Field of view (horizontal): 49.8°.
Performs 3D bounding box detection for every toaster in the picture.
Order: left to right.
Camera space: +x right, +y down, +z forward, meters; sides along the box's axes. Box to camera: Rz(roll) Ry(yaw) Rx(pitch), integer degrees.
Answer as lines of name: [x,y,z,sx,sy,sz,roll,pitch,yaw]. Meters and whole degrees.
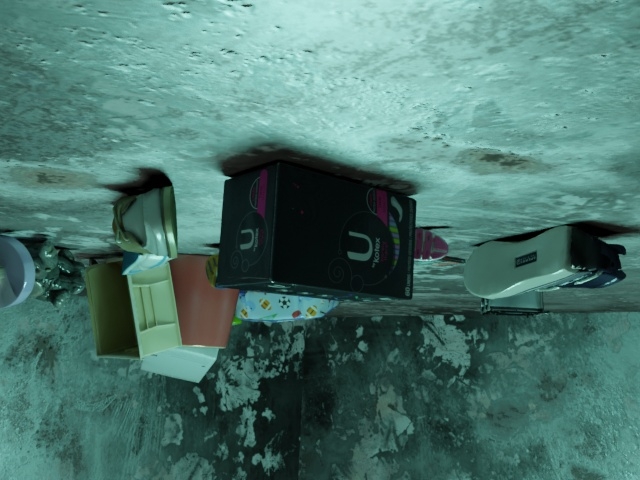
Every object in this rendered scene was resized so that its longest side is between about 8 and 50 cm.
toaster: [0.570,0.168,2.033,0.185,0.110,0.168,2,171,5]

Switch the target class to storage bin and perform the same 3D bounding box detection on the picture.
storage bin: [-0.497,0.168,1.806,0.123,0.261,0.262,-9,180,-41]

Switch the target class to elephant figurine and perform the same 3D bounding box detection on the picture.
elephant figurine: [-0.710,0.062,1.715,0.169,0.186,0.239,45,176,24]

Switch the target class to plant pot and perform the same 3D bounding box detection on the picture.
plant pot: [-0.353,0.176,1.923,0.274,0.243,0.275,3,170,1]

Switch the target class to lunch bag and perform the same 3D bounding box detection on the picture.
lunch bag: [-0.105,0.162,2.074,0.303,0.115,0.243,0,-168,20]

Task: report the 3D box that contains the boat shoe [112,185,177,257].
boat shoe: [-0.289,-0.022,1.132,0.103,0.113,0.302,-1,172,-14]

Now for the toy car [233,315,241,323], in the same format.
toy car: [-0.249,0.189,2.305,0.188,0.155,0.149,-13,167,13]

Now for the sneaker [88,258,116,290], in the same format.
sneaker: [-0.620,0.111,1.965,0.064,0.158,0.061,-9,136,-29]

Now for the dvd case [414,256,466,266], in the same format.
dvd case: [0.287,0.050,1.704,0.119,0.013,0.087,8,169,-35]

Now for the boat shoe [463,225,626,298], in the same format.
boat shoe: [0.444,0.062,1.379,0.158,0.127,0.340,15,166,-22]

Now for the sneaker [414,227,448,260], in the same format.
sneaker: [0.181,0.012,1.366,0.170,0.063,0.074,2,171,34]

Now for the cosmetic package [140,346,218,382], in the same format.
cosmetic package: [-0.443,0.326,2.188,0.217,0.156,0.385,15,153,-10]

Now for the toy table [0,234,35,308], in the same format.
toy table: [-0.799,0.083,1.571,0.274,0.252,0.160,-18,176,35]

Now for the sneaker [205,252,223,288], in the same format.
sneaker: [-0.126,0.050,1.622,0.296,0.112,0.131,-2,-173,32]

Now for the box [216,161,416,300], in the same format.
box: [0.000,0.000,1.026,0.270,0.165,0.143,10,168,-38]

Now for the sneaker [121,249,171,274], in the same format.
sneaker: [-0.401,0.036,1.582,0.092,0.088,0.228,5,172,-27]
